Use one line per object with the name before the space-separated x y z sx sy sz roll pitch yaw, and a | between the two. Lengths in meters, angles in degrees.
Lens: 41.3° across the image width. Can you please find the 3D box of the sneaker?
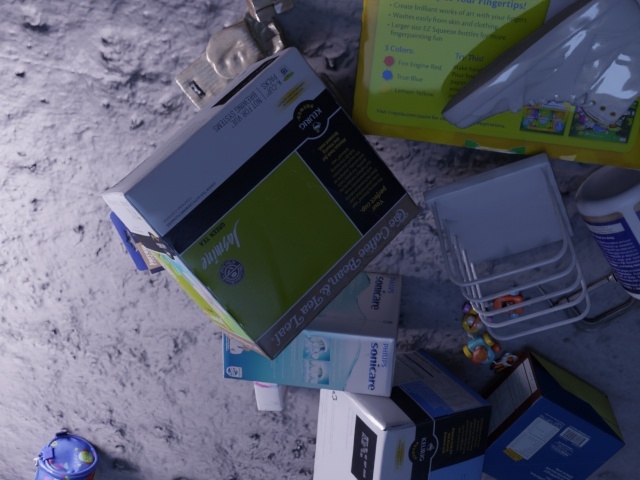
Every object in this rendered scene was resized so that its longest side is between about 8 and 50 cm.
sneaker | 0.324 -0.203 1.161 0.292 0.108 0.169 -34 105 21

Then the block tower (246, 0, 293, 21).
block tower | -0.124 -0.503 1.260 0.090 0.097 0.336 -25 113 -4

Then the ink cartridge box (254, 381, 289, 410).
ink cartridge box | -0.097 0.256 1.646 0.052 0.088 0.123 -3 116 10

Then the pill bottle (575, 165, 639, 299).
pill bottle | 0.540 0.003 1.386 0.153 0.153 0.265 -28 109 20

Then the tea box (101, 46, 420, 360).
tea box | -0.091 -0.055 1.291 0.329 0.220 0.324 -43 107 -15

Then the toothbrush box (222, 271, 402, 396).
toothbrush box | -0.008 0.150 1.510 0.295 0.216 0.126 4 117 6

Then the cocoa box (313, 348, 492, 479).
cocoa box | 0.139 0.412 1.548 0.227 0.231 0.347 -7 113 -27

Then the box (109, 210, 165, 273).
box | -0.273 -0.020 1.569 0.225 0.036 0.137 -17 112 18

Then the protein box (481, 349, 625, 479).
protein box | 0.408 0.352 1.577 0.199 0.136 0.201 30 117 -15

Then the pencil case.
pencil case | -0.578 0.563 1.857 0.133 0.119 0.306 13 119 -17

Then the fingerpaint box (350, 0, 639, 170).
fingerpaint box | 0.285 -0.328 1.255 0.444 0.163 0.371 7 118 4

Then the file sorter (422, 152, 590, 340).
file sorter | 0.308 0.024 1.347 0.192 0.173 0.278 -18 150 16

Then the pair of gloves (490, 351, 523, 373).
pair of gloves | 0.368 0.253 1.617 0.074 0.010 0.083 -24 111 19

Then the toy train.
toy train | 0.320 0.166 1.556 0.125 0.046 0.166 3 112 10

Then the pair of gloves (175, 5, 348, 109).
pair of gloves | -0.096 -0.250 1.422 0.240 0.042 0.204 44 116 -13

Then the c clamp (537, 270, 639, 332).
c clamp | 0.489 0.103 1.517 0.160 0.022 0.137 -27 109 21
